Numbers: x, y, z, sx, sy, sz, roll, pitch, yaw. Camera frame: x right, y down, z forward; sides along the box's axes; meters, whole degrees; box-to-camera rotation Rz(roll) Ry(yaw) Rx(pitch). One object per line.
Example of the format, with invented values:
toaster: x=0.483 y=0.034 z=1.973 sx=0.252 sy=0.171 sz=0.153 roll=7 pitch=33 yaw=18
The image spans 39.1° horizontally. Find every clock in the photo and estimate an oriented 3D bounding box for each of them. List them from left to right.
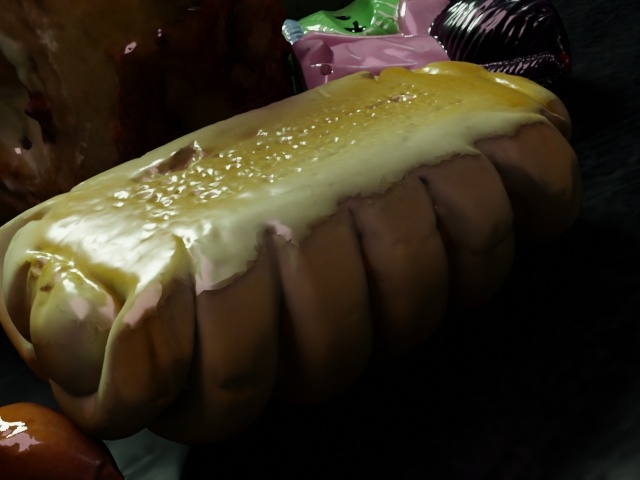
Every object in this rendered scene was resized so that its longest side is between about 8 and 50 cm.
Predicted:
clock: x=0.073 y=-0.136 z=0.677 sx=0.195 sy=0.100 sz=0.194 roll=-15 pitch=31 yaw=-2

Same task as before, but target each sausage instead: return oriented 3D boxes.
sausage: x=-0.177 y=0.133 z=0.426 sx=0.179 sy=0.089 sz=0.089 roll=-23 pitch=30 yaw=-2

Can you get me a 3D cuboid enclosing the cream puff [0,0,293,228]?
cream puff: x=-0.164 y=-0.144 z=0.643 sx=0.350 sy=0.350 sz=0.229 roll=-1 pitch=30 yaw=33

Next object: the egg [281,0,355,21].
egg: x=-0.083 y=-0.319 z=0.877 sx=0.287 sy=0.288 sz=0.379 roll=-20 pitch=32 yaw=5

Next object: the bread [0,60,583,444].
bread: x=0.000 y=0.000 z=0.467 sx=0.311 sy=0.121 sz=0.173 roll=-24 pitch=31 yaw=-25
